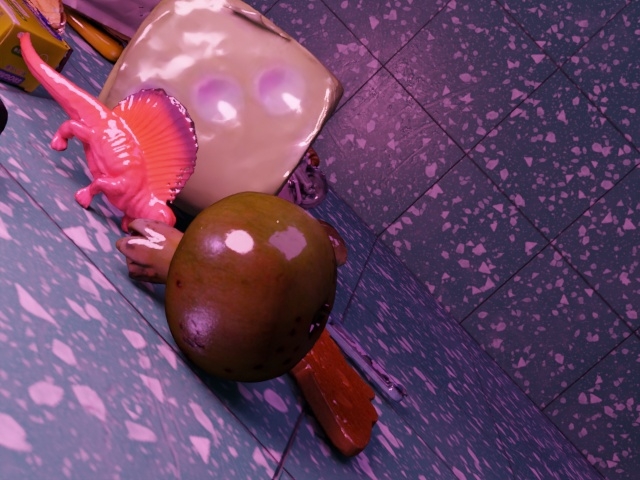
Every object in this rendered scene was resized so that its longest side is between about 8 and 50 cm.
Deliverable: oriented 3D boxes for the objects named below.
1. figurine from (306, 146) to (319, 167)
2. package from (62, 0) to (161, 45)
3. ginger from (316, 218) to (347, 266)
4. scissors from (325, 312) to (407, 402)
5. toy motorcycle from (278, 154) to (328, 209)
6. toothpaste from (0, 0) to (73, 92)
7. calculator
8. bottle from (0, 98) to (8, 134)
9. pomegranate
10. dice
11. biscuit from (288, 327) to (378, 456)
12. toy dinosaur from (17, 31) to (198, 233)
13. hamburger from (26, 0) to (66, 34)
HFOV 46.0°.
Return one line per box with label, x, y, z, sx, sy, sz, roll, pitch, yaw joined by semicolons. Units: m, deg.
figurine;-0.110;-0.219;1.890;0.263;0.142;0.189;48;40;-5
package;-0.400;-0.477;1.398;0.221;0.165;0.311;44;14;25
ginger;0.000;0.000;1.598;0.131;0.086;0.294;25;3;1
scissors;-0.005;0.108;1.201;0.393;0.032;0.180;47;8;8
toy motorcycle;-0.122;-0.188;1.654;0.327;0.188;0.143;59;-8;-21
toothpaste;-0.439;-0.320;0.889;0.327;0.077;0.110;48;10;11
calculator;-0.444;-0.410;1.449;0.235;0.032;0.146;42;10;-21
bottle;-0.358;-0.172;0.607;0.244;0.072;0.082;46;-14;-2
pomegranate;-0.080;0.026;0.712;0.210;0.179;0.179;47;8;5
dice;-0.133;-0.168;0.985;0.252;0.250;0.254;34;4;-9
biscuit;0.010;0.175;0.932;0.183;0.043;0.280;39;15;-23
toy dinosaur;-0.209;-0.126;0.781;0.286;0.139;0.070;63;22;3
hamburger;-0.412;-0.314;1.007;0.102;0.087;0.176;25;27;-40
